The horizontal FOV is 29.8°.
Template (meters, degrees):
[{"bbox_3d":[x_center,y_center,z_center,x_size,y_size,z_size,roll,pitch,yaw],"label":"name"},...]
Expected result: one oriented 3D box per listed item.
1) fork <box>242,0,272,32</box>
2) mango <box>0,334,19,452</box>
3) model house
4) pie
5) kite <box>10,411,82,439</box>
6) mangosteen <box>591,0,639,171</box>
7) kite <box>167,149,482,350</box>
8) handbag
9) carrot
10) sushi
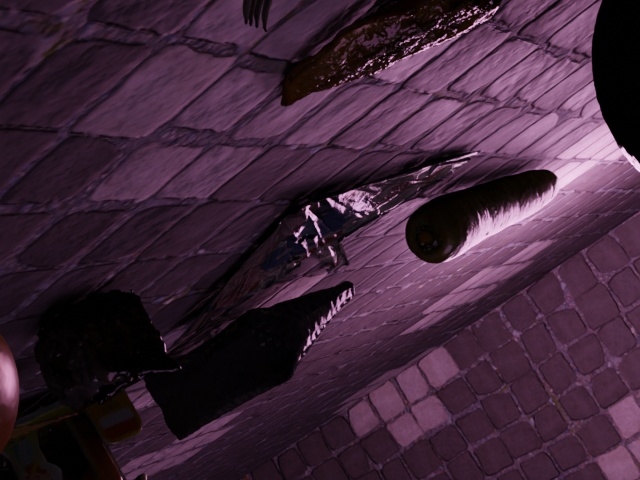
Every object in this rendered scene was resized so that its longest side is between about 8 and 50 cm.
[{"bbox_3d":[0.035,-0.192,0.620,0.219,0.028,0.034,-41,157,21],"label":"fork"},{"bbox_3d":[-0.303,0.108,0.720,0.254,0.139,0.175,-2,137,-50],"label":"mango"},{"bbox_3d":[-0.216,0.339,1.357,0.340,0.323,0.300,-21,164,-39],"label":"model house"},{"bbox_3d":[0.048,-0.140,0.815,0.170,0.034,0.092,-24,169,-4],"label":"pie"},{"bbox_3d":[-0.395,0.210,1.053,0.378,0.013,0.327,-16,170,-26],"label":"kite"},{"bbox_3d":[0.362,-0.139,0.924,0.311,0.311,0.311,-30,167,-7],"label":"mangosteen"},{"bbox_3d":[0.000,-0.001,1.272,0.406,0.014,0.368,-32,168,-1],"label":"kite"},{"bbox_3d":[-0.088,0.135,1.419,0.270,0.088,0.175,-32,180,27],"label":"handbag"},{"bbox_3d":[0.211,-0.043,1.477,0.074,0.074,0.358,-40,169,35],"label":"carrot"},{"bbox_3d":[-0.185,0.098,1.021,0.084,0.098,0.094,-19,160,-46],"label":"sushi"}]
